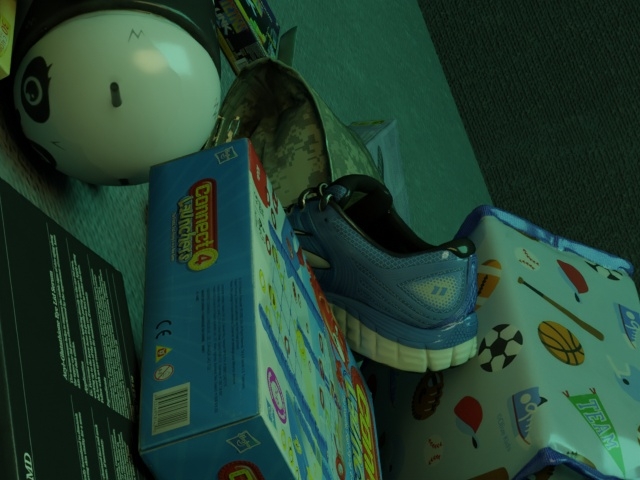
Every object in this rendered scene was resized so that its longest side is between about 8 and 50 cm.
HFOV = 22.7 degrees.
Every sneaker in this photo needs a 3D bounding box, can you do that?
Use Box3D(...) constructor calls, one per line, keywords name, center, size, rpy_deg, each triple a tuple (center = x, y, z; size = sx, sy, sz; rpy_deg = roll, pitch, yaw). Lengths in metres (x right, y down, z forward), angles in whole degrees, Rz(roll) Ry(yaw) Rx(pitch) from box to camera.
Box3D(name="sneaker", center=(0.000, 0.000, 1.430), size=(0.130, 0.330, 0.147), rpy_deg=(-20, 124, -61))

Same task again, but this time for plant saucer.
Box3D(name="plant saucer", center=(-0.046, -0.216, 2.030), size=(0.119, 0.021, 0.119), rpy_deg=(-172, -90, -88))

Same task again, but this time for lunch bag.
Box3D(name="lunch bag", center=(-0.011, -0.029, 1.683), size=(0.235, 0.169, 0.287), rpy_deg=(37, 38, -62))
Box3D(name="lunch bag", center=(0.159, 0.224, 1.536), size=(0.239, 0.385, 0.327), rpy_deg=(22, 36, -23))

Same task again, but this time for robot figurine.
Box3D(name="robot figurine", center=(-0.174, -0.171, 1.325), size=(0.209, 0.174, 0.278), rpy_deg=(32, 34, -36))

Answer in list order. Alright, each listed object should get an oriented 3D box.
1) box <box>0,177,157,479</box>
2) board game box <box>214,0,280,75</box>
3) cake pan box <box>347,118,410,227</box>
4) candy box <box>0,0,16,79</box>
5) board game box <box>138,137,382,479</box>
Box3D(name="box", center=(-0.189, 0.110, 0.983), size=(0.184, 0.103, 0.261), rpy_deg=(51, 22, -57))
Box3D(name="board game box", center=(-0.110, -0.298, 1.963), size=(0.170, 0.048, 0.141), rpy_deg=(60, 18, -26))
Box3D(name="cake pan box", center=(0.064, -0.005, 1.971), size=(0.246, 0.070, 0.266), rpy_deg=(-47, 131, -71))
Box3D(name="candy box", center=(-0.282, -0.208, 1.221), size=(0.109, 0.053, 0.186), rpy_deg=(54, 21, -39))
Box3D(name="board game box", center=(-0.035, 0.133, 1.197), size=(0.308, 0.086, 0.302), rpy_deg=(-96, 165, -50))
